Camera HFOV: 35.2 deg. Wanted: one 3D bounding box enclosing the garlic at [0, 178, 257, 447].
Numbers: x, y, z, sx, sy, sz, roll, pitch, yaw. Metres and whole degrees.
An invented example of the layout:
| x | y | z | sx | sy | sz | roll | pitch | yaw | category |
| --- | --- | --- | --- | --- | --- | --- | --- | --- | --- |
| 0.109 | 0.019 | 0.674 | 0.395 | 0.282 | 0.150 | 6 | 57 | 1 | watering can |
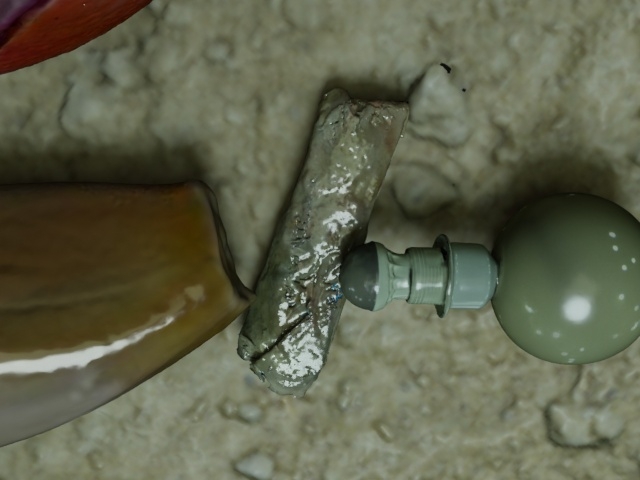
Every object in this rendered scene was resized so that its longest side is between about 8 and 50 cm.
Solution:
| x | y | z | sx | sy | sz | roll | pitch | yaw | category |
| --- | --- | --- | --- | --- | --- | --- | --- | --- | --- |
| -0.191 | 0.046 | 0.518 | 0.318 | 0.112 | 0.143 | -10 | 99 | -6 | garlic |

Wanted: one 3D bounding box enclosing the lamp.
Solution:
| x | y | z | sx | sy | sz | roll | pitch | yaw | category |
| --- | --- | --- | --- | --- | --- | --- | --- | --- | --- |
| 0.090 | 0.020 | 0.526 | 0.163 | 0.091 | 0.091 | 0 | 104 | -7 | lamp |

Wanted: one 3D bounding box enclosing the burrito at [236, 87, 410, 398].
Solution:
| x | y | z | sx | sy | sz | roll | pitch | yaw | category |
| --- | --- | --- | --- | --- | --- | --- | --- | --- | --- |
| 0.000 | 0.000 | 0.545 | 0.051 | 0.042 | 0.171 | 20 | 101 | 3 | burrito |

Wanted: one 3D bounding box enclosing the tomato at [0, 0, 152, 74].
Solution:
| x | y | z | sx | sy | sz | roll | pitch | yaw | category |
| --- | --- | --- | --- | --- | --- | --- | --- | --- | --- |
| -0.147 | -0.237 | 0.412 | 0.289 | 0.176 | 0.335 | -16 | 96 | 32 | tomato |
